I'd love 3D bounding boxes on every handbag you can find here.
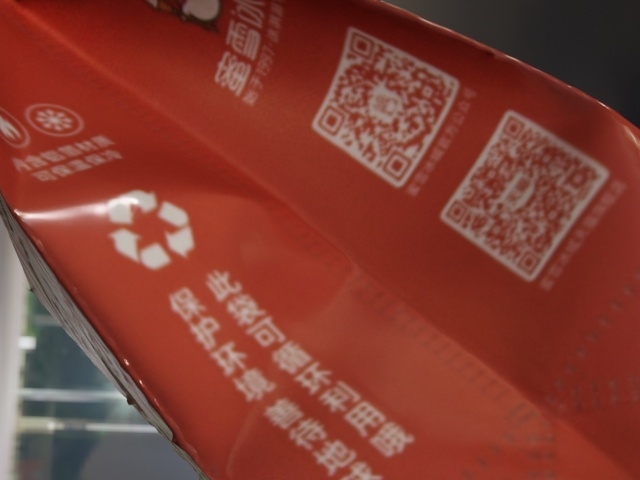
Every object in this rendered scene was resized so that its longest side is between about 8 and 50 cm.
[{"bbox_3d":[0.000,0.000,0.429,0.151,0.298,0.171,-46,170,-6],"label":"handbag"}]
